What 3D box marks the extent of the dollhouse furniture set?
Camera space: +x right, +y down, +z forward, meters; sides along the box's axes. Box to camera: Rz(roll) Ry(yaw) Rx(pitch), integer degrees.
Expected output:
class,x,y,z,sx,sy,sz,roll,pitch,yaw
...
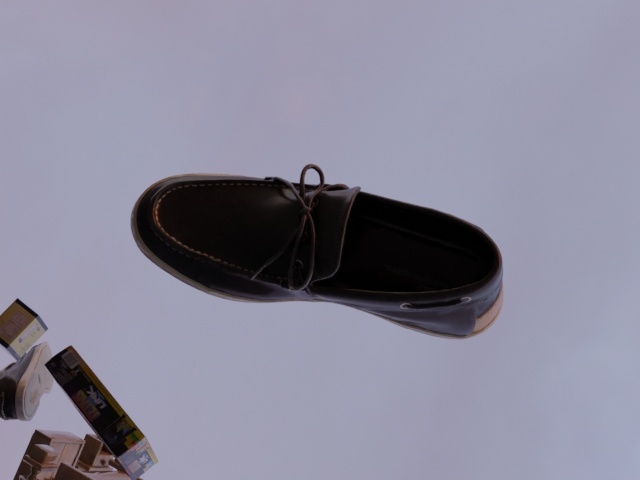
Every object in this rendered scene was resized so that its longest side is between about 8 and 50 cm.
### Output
class,x,y,z,sx,sy,sz,roll,pitch,yaw
dollhouse furniture set,-0.390,0.501,1.569,0.355,0.303,0.174,21,-95,26

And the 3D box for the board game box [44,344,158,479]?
class,x,y,z,sx,sy,sz,roll,pitch,yaw
board game box,-0.302,0.241,1.187,0.048,0.141,0.170,-37,-111,-21

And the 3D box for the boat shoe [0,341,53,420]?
class,x,y,z,sx,sy,sz,roll,pitch,yaw
boat shoe,-0.461,0.211,1.315,0.079,0.233,0.084,-6,-79,-3

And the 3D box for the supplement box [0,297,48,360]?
class,x,y,z,sx,sy,sz,roll,pitch,yaw
supplement box,-0.568,0.167,1.604,0.056,0.083,0.083,36,-112,12

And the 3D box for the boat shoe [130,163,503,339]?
class,x,y,z,sx,sy,sz,roll,pitch,yaw
boat shoe,0.000,0.000,1.099,0.499,0.156,0.187,15,-116,4
